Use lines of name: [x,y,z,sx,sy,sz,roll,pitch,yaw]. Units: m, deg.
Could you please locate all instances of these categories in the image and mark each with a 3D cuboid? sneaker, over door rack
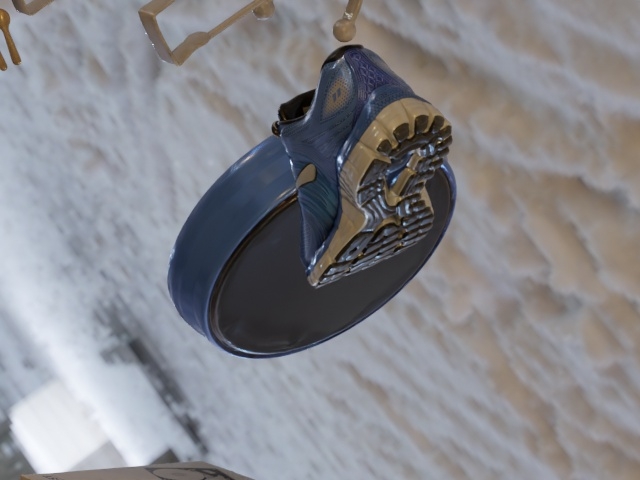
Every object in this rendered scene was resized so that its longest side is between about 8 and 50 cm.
sneaker: [0.031,-0.073,1.467,0.147,0.130,0.330,59,157,22]
over door rack: [-0.090,-0.235,1.380,0.239,0.324,0.108,23,130,42]

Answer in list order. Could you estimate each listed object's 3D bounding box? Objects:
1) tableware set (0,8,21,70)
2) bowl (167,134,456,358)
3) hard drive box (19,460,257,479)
tableware set: [-0.299,-0.189,1.181,0.024,0.104,0.154,-98,-12,-76]
bowl: [0.000,0.000,1.895,0.077,0.391,0.391,54,166,30]
hard drive box: [-0.149,0.282,1.484,0.181,0.232,0.089,10,95,44]
